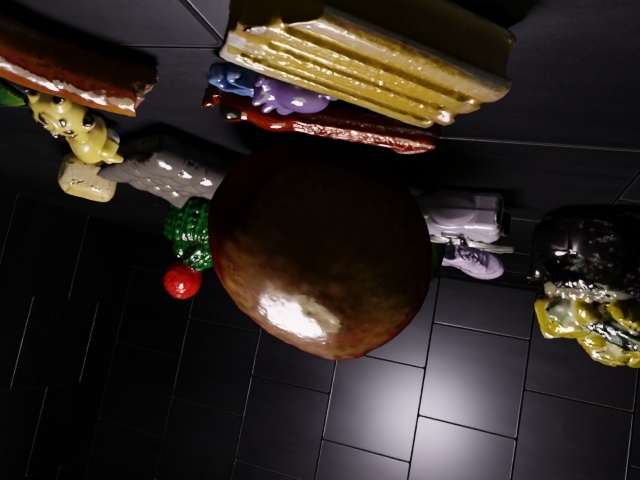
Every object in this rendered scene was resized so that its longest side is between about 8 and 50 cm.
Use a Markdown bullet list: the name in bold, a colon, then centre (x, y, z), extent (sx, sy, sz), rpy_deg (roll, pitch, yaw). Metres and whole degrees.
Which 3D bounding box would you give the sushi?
- **sushi**: centre (0.586, 0.104, 1.068), extent (0.329, 0.285, 0.328), rpy_deg (18, 170, -40)

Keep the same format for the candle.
- **candle**: centre (0.000, -0.163, 0.734), extent (0.330, 0.051, 0.048), rpy_deg (10, 176, 2)

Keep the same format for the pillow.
- **pillow**: centre (-0.319, -0.149, 1.160), extent (0.228, 0.101, 0.326), rpy_deg (18, 168, -41)

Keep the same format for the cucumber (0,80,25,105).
- **cucumber**: centre (-0.542, -0.253, 0.888), extent (0.039, 0.039, 0.168), rpy_deg (11, 175, -1)

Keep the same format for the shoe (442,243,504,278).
- **shoe**: centre (0.449, 0.052, 1.646), extent (0.245, 0.095, 0.137), rpy_deg (16, 176, 6)

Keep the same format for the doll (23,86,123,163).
- **doll**: centre (-0.429, -0.199, 0.953), extent (0.117, 0.086, 0.291), rpy_deg (26, 170, 0)

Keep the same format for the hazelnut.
- **hazelnut**: centre (0.000, 0.000, 0.961), extent (0.421, 0.352, 0.420), rpy_deg (17, -153, -9)

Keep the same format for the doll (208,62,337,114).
- **doll**: centre (-0.063, -0.184, 0.632), extent (0.206, 0.067, 0.110), rpy_deg (19, -167, 33)

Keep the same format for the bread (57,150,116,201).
- **bread**: centre (-0.597, -0.167, 1.387), extent (0.140, 0.106, 0.236), rpy_deg (12, 173, -21)

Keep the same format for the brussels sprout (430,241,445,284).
- **brussels sprout**: centre (0.176, 0.012, 1.273), extent (0.210, 0.219, 0.271), rpy_deg (16, 159, 48)

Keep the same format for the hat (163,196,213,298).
- **hat**: centre (-0.375, 0.022, 1.660), extent (0.243, 0.331, 0.274), rpy_deg (14, 175, -10)

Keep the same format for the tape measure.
- **tape measure**: centre (0.290, -0.039, 1.096), extent (0.196, 0.105, 0.178), rpy_deg (4, 171, 35)

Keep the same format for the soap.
- **soap**: centre (0.038, -0.176, 0.483), extent (0.232, 0.073, 0.140), rpy_deg (14, 171, -21)

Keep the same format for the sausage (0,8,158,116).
- **sausage**: centre (-0.345, -0.227, 0.644), extent (0.302, 0.076, 0.103), rpy_deg (15, 164, -40)
